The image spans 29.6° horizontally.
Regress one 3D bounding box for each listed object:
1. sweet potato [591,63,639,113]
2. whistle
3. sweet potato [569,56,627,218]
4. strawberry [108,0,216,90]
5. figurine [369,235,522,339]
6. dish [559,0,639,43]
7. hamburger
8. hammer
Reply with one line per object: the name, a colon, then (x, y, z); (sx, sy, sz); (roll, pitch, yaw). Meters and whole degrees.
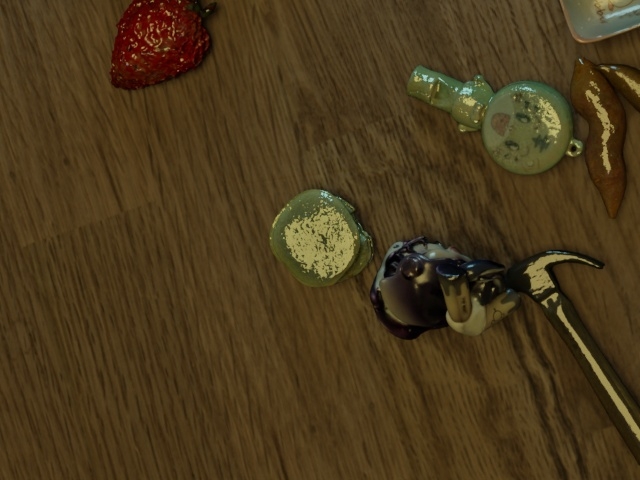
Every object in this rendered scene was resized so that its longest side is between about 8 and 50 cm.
sweet potato: (0.460, -0.141, 1.564); (0.274, 0.067, 0.067); (46, 107, 4)
whistle: (0.237, -0.170, 1.637); (0.258, 0.067, 0.126); (25, 115, 19)
sweet potato: (0.376, -0.137, 1.600); (0.065, 0.051, 0.218); (-13, 92, 15)
strawberry: (-0.245, -0.298, 1.770); (0.192, 0.085, 0.140); (-7, 95, 20)
figurine: (0.155, 0.072, 1.636); (0.222, 0.145, 0.145); (16, 103, 57)
dish: (0.410, -0.351, 1.554); (0.212, 0.077, 0.151); (-18, 88, 19)
hamburger: (0.000, 0.000, 1.730); (0.133, 0.062, 0.140); (-42, 80, 13)
hammer: (0.394, 0.210, 1.633); (0.168, 0.044, 0.440); (-33, 85, 20)
